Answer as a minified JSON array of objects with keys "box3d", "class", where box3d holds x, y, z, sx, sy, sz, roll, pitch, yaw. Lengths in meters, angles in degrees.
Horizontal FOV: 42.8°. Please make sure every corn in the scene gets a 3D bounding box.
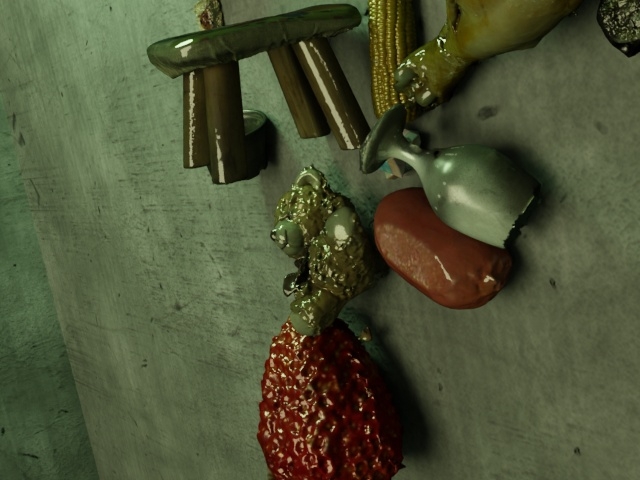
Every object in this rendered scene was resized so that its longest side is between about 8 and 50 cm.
[{"box3d":[0.108,-0.288,1.240,0.080,0.080,0.231,12,114,52],"class":"corn"}]

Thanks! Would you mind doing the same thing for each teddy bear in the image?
[{"box3d":[0.000,0.000,1.452,0.256,0.156,0.267,50,130,33],"class":"teddy bear"}]

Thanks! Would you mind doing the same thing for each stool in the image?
[{"box3d":[-0.097,-0.242,1.314,0.310,0.310,0.226,-149,46,-67],"class":"stool"}]

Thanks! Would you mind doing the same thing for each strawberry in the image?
[{"box3d":[0.024,0.294,1.484,0.292,0.292,0.344,-1,92,54],"class":"strawberry"}]

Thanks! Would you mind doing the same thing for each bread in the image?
[{"box3d":[-0.229,-0.454,1.671,0.070,0.035,0.083,1,108,55],"class":"bread"}]

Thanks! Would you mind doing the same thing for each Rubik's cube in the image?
[{"box3d":[0.128,-0.134,1.290,0.075,0.084,0.073,54,172,51],"class":"Rubik's cube"}]

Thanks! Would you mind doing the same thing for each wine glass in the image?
[{"box3d":[0.181,-0.089,1.139,0.241,0.126,0.126,33,132,18],"class":"wine glass"}]

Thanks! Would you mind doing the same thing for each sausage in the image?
[{"box3d":[0.177,0.013,1.232,0.254,0.148,0.148,33,130,41],"class":"sausage"}]

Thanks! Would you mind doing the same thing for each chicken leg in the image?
[{"box3d":[0.199,-0.281,1.037,0.153,0.201,0.429,68,159,9],"class":"chicken leg"}]

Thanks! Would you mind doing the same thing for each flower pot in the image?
[{"box3d":[-0.170,-0.182,1.624,0.157,0.157,0.107,23,137,48],"class":"flower pot"}]

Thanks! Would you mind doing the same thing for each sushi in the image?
[{"box3d":[0.359,-0.267,0.927,0.085,0.056,0.083,60,151,15],"class":"sushi"}]
